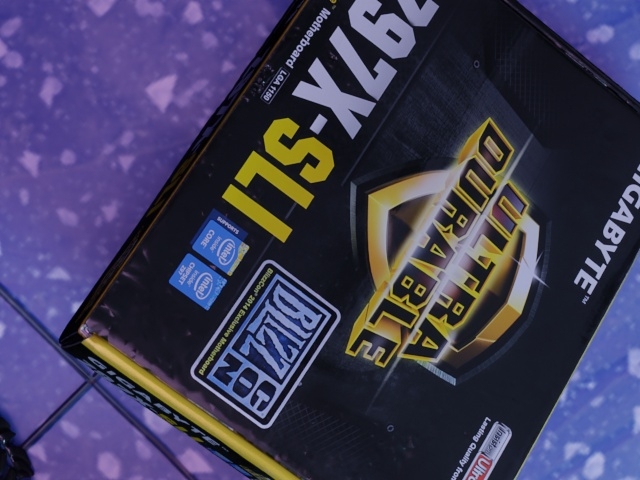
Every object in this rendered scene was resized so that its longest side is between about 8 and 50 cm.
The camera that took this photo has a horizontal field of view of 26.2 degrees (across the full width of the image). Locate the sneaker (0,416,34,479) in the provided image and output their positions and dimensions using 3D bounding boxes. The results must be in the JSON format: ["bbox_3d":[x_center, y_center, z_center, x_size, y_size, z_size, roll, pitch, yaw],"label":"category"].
[{"bbox_3d":[-0.243,0.129,0.851,0.087,0.083,0.221,-25,88,9],"label":"sneaker"}]

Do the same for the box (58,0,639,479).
[{"bbox_3d":[0.043,0.001,0.807,0.257,0.079,0.322,37,71,-10],"label":"box"}]
